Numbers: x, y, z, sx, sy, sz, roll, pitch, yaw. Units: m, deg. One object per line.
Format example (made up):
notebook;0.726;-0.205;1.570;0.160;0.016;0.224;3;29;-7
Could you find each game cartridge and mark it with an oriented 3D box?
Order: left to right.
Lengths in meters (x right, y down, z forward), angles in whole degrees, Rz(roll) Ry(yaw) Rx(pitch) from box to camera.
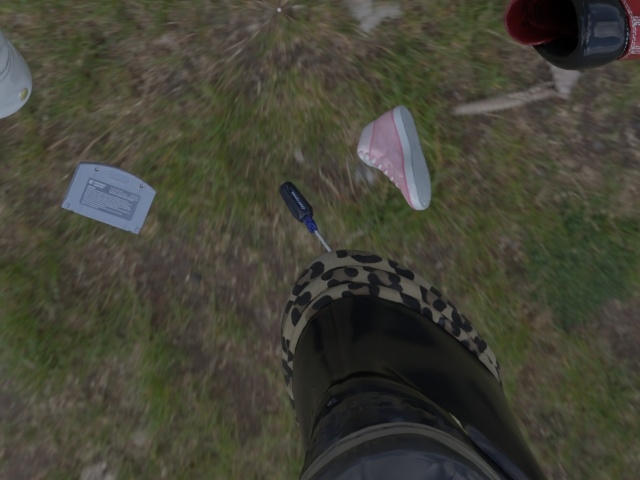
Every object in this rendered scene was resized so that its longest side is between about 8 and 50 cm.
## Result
game cartridge;-0.206;-0.045;1.455;0.083;0.017;0.056;21;100;-27

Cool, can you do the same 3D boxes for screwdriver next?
screwdriver;0.000;0.000;1.666;0.170;0.025;0.024;58;133;28

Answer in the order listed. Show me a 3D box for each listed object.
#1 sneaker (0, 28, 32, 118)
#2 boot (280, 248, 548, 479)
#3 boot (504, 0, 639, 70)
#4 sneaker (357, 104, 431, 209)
sneaker;-0.372;-0.182;1.210;0.292;0.169;0.108;27;78;15
boot;0.091;0.192;0.799;0.138;0.284;0.377;-32;112;7
boot;0.205;-0.175;1.041;0.176;0.244;0.088;-2;112;-5
sneaker;0.085;-0.088;1.759;0.070;0.051;0.134;-22;66;23
